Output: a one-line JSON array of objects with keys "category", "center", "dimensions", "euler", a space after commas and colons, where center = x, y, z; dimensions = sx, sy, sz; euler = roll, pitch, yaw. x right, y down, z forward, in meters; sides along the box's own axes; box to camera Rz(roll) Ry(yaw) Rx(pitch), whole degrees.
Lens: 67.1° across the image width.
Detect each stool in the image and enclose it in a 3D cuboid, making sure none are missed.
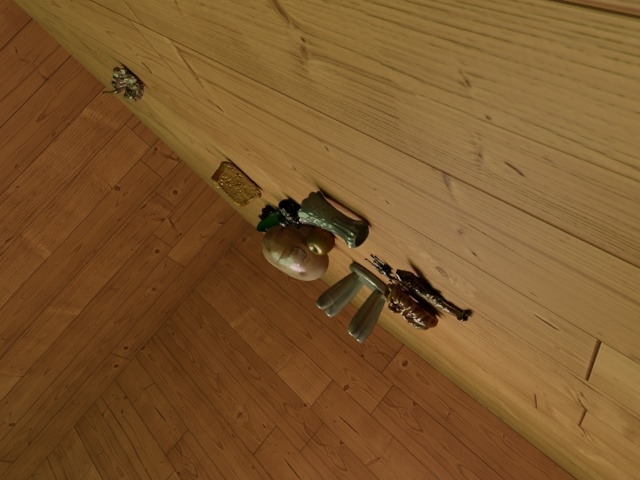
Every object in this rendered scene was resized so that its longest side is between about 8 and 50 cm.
[{"category": "stool", "center": [0.123, 0.207, 1.606], "dimensions": [0.195, 0.198, 0.195], "euler": [36, 171, 22]}]

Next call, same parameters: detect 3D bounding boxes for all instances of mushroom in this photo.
[{"category": "mushroom", "center": [-0.077, 0.033, 1.619], "dimensions": [0.255, 0.184, 0.255], "euler": [38, 170, 8]}]

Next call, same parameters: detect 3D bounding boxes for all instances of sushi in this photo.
[{"category": "sushi", "center": [-0.084, -0.086, 1.448], "dimensions": [0.083, 0.056, 0.084], "euler": [46, 176, 17]}]

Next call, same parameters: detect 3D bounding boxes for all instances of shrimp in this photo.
[{"category": "shrimp", "center": [0.247, 0.123, 1.033], "dimensions": [0.195, 0.035, 0.148], "euler": [37, 180, -39]}]

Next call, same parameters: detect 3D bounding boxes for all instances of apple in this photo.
[{"category": "apple", "center": [0.000, 0.000, 1.456], "dimensions": [0.090, 0.074, 0.089], "euler": [31, 151, 20]}]

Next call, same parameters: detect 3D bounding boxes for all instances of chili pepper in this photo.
[{"category": "chili pepper", "center": [-0.175, -0.060, 1.878], "dimensions": [0.108, 0.062, 0.216], "euler": [45, 149, -27]}]

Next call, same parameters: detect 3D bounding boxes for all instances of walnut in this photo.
[{"category": "walnut", "center": [0.242, 0.185, 1.319], "dimensions": [0.170, 0.069, 0.143], "euler": [39, -173, 17]}]

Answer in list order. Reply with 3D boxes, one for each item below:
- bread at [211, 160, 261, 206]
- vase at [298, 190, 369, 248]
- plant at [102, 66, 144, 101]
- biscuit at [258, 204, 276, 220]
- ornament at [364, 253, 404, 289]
[{"category": "bread", "center": [-0.295, -0.193, 1.703], "dimensions": [0.187, 0.103, 0.065], "euler": [48, 169, -23]}, {"category": "vase", "center": [0.032, -0.040, 1.021], "dimensions": [0.149, 0.081, 0.081], "euler": [31, 170, 31]}, {"category": "plant", "center": [-0.653, -0.505, 1.588], "dimensions": [0.116, 0.122, 0.104], "euler": [45, 164, 19]}, {"category": "biscuit", "center": [-0.148, -0.046, 1.986], "dimensions": [0.252, 0.070, 0.106], "euler": [39, 172, 13]}, {"category": "ornament", "center": [0.173, 0.085, 1.252], "dimensions": [0.125, 0.028, 0.073], "euler": [44, 173, -15]}]
